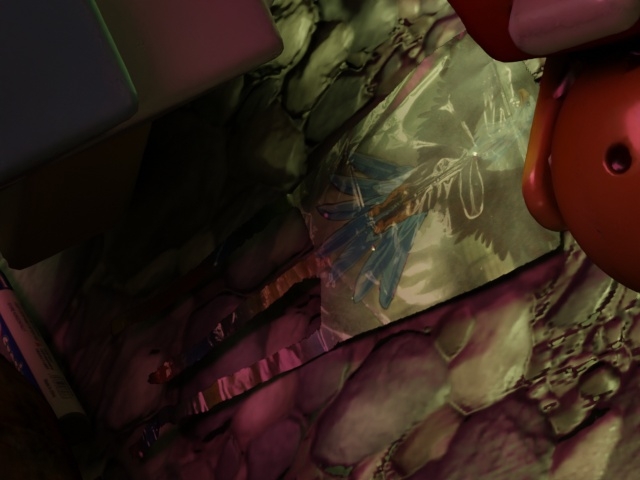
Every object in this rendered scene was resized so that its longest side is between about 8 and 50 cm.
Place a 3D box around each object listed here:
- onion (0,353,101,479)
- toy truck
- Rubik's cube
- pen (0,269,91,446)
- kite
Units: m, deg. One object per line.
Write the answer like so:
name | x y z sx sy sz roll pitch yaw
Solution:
onion | -0.284 0.186 0.988 0.353 0.353 0.354 -24 51 33
toy truck | 0.137 -0.116 0.790 0.189 0.265 0.239 -14 46 41
Rubik's cube | -0.195 -0.169 1.052 0.368 0.358 0.387 -29 4 -36
pen | -0.189 0.062 1.173 0.025 0.025 0.204 -50 41 9
kite | 0.001 0.001 1.031 0.310 0.015 0.169 -29 48 26
